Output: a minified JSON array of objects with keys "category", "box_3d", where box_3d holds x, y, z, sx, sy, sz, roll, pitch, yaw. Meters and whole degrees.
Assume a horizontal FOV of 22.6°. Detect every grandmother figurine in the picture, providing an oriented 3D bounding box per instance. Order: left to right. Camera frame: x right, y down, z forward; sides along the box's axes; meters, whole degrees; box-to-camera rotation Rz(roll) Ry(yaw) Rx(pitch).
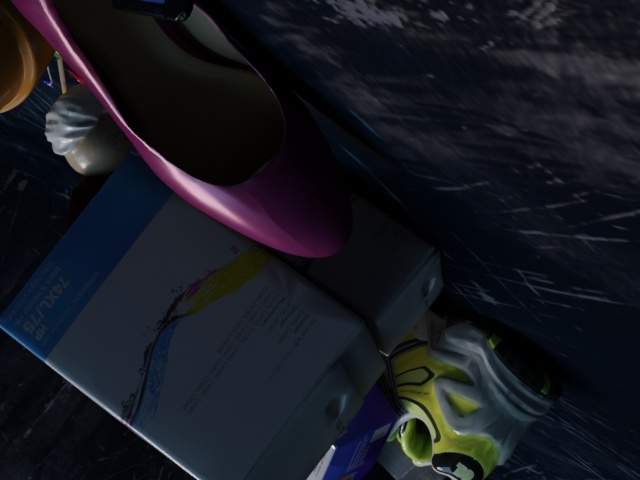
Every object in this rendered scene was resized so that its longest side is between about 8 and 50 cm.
[{"category":"grandmother figurine","box_3d":[-0.197,0.002,1.659,0.208,0.104,0.342,-44,-61,-64]}]

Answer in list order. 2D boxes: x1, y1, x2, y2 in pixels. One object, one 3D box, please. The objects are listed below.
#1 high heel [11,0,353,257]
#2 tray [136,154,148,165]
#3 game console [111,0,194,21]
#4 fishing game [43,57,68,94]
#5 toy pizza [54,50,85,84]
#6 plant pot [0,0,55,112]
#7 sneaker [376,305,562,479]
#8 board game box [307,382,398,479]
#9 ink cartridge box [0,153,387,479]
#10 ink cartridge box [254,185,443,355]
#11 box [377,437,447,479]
[{"category":"high heel","box_3d":[-0.109,-0.114,1.184,0.377,0.127,0.181,42,-178,-11]},{"category":"tray","box_3d":[-0.112,0.080,2.061,0.411,0.076,0.203,44,-149,-41]},{"category":"game console","box_3d":[-0.127,-0.204,1.040,0.071,0.107,0.122,9,-173,-30]},{"category":"fishing game","box_3d":[-0.417,-0.238,1.907,0.264,0.041,0.189,30,158,2]},{"category":"toy pizza","box_3d":[-0.234,-0.179,1.685,0.201,0.032,0.201,36,171,7]},{"category":"plant pot","box_3d":[-0.388,-0.170,1.569,0.205,0.188,0.205,12,140,11]},{"category":"sneaker","box_3d":[0.103,0.149,1.692,0.145,0.147,0.384,38,174,-16]},{"category":"board game box","box_3d":[-0.042,0.187,1.757,0.233,0.078,0.347,57,155,22]},{"category":"ink cartridge box","box_3d":[-0.108,0.096,1.464,0.270,0.197,0.198,35,171,17]},{"category":"ink cartridge box","box_3d":[0.000,0.000,1.502,0.219,0.092,0.160,35,171,15]},{"category":"box","box_3d":[0.071,0.193,1.899,0.183,0.056,0.231,44,-171,-6]}]
